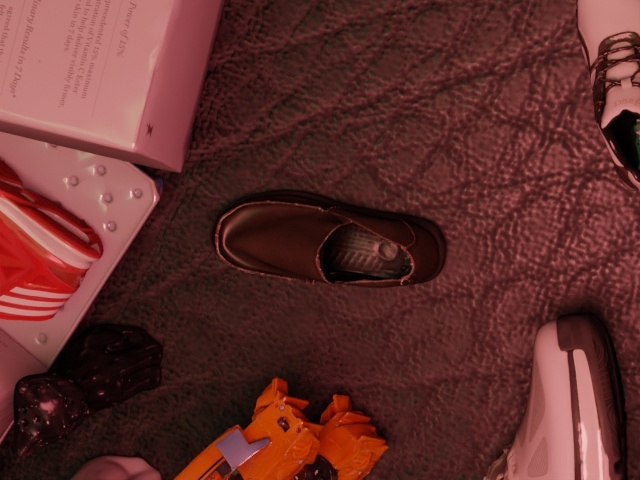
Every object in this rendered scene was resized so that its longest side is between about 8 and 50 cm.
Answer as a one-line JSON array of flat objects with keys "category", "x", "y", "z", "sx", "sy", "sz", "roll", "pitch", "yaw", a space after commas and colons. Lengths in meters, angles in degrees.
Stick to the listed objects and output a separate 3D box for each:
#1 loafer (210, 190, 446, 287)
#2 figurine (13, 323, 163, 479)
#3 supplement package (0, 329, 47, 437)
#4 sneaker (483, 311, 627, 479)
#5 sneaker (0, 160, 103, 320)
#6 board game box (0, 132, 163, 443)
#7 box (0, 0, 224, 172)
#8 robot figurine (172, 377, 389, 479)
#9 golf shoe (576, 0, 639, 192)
[{"category": "loafer", "x": 0.000, "y": 0.000, "z": 1.274, "sx": 0.220, "sy": 0.078, "sz": 0.080, "roll": 3, "pitch": 99, "yaw": 15}, {"category": "figurine", "x": -0.224, "y": 0.202, "z": 1.298, "sx": 0.092, "sy": 0.209, "sz": 0.215, "roll": 3, "pitch": 99, "yaw": 15}, {"category": "supplement package", "x": -0.396, "y": 0.186, "z": 1.331, "sx": 0.139, "sy": 0.134, "sz": 0.244, "roll": 38, "pitch": 106, "yaw": 8}, {"category": "sneaker", "x": 0.132, "y": 0.279, "z": 1.230, "sx": 0.257, "sy": 0.169, "sz": 0.448, "roll": 3, "pitch": 101, "yaw": 13}, {"category": "sneaker", "x": -0.321, "y": -0.006, "z": 1.308, "sx": 0.221, "sy": 0.087, "sz": 0.128, "roll": 37, "pitch": 105, "yaw": 9}, {"category": "board game box", "x": -0.398, "y": -0.013, "z": 1.399, "sx": 0.390, "sy": 0.050, "sz": 0.390, "roll": 37, "pitch": 106, "yaw": 7}, {"category": "box", "x": -0.275, "y": -0.207, "z": 1.238, "sx": 0.345, "sy": 0.168, "sz": 0.215, "roll": 14, "pitch": 88, "yaw": 8}, {"category": "robot figurine", "x": -0.083, "y": 0.255, "z": 1.287, "sx": 0.291, "sy": 0.211, "sz": 0.085, "roll": -45, "pitch": 56, "yaw": 15}, {"category": "golf shoe", "x": 0.259, "y": -0.135, "z": 1.175, "sx": 0.077, "sy": 0.094, "sz": 0.198, "roll": -16, "pitch": 92, "yaw": 18}]
